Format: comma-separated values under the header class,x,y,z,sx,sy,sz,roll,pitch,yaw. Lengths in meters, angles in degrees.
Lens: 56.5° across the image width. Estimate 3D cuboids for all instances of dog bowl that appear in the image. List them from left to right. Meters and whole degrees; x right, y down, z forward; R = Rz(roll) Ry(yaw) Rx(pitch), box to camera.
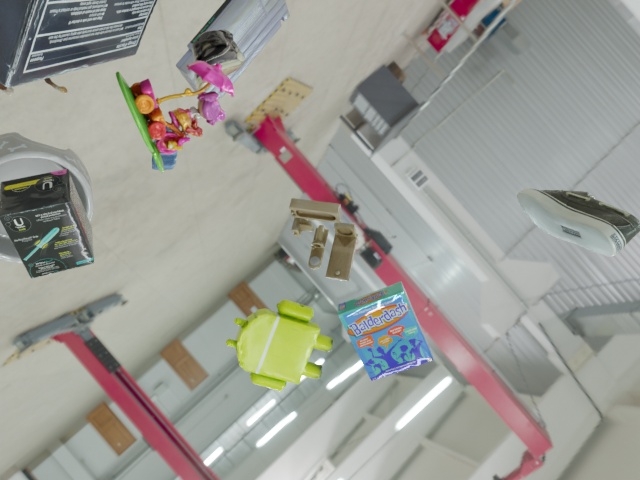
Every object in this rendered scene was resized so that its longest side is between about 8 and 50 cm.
class,x,y,z,sx,sy,sz,roll,pitch,yaw
dog bowl,-0.754,-0.097,1.536,0.348,0.102,0.349,-19,126,-28

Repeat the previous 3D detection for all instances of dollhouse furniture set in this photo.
class,x,y,z,sx,sy,sz,roll,pitch,yaw
dollhouse furniture set,0.000,0.000,1.375,0.151,0.143,0.123,72,29,-63

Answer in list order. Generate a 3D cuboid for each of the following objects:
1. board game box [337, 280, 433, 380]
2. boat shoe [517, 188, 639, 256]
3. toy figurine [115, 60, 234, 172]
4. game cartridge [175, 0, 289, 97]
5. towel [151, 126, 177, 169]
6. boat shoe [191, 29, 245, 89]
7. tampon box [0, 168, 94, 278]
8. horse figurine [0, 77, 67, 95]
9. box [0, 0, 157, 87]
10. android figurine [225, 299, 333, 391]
class,x,y,z,sx,sy,sz,roll,pitch,yaw
board game box,0.152,0.214,1.382,0.160,0.210,0.047,-22,-155,11
boat shoe,0.418,-0.043,0.977,0.070,0.078,0.219,-36,-146,-8
toy figurine,-0.208,-0.207,0.933,0.159,0.130,0.173,-23,133,-9
game cartridge,-0.228,-0.543,1.592,0.355,0.068,0.230,-51,164,-4
towel,-0.408,-0.243,1.577,0.067,0.029,0.120,-6,125,-36
boat shoe,-0.214,-0.372,1.195,0.102,0.092,0.285,-25,-159,11
tampon box,-0.501,-0.031,1.101,0.120,0.102,0.161,-13,137,-13
horse figurine,-0.540,-0.382,1.079,0.066,0.174,0.264,-36,140,-50
box,-0.339,-0.395,0.787,0.294,0.182,0.296,-53,-179,30
android figurine,-0.111,0.278,1.578,0.056,0.272,0.249,-131,-121,-72
